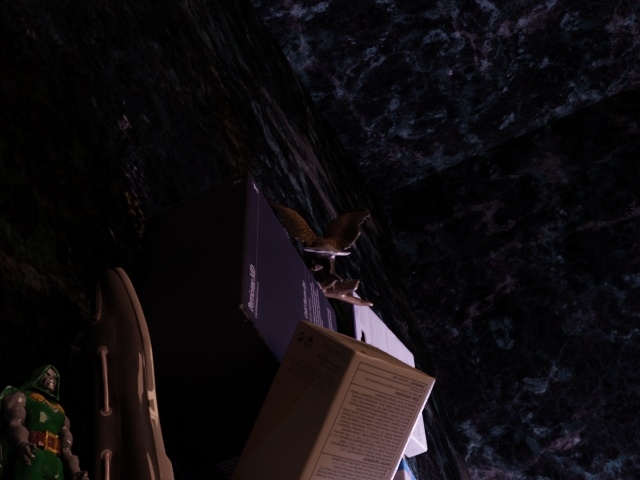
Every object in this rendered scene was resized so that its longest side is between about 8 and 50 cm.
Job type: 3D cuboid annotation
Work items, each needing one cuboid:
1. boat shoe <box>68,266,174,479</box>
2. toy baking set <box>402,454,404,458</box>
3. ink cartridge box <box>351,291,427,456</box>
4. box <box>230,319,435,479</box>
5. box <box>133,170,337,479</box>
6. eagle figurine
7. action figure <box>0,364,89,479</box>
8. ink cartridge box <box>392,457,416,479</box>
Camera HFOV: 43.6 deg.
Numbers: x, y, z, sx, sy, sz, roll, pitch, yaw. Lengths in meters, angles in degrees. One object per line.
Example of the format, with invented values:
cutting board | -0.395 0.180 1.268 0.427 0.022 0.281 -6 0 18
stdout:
boat shoe | -0.215 0.168 0.803 0.112 0.096 0.335 114 -36 -48
toy baking set | 0.143 0.440 2.061 0.256 0.030 0.196 56 20 -18
ink cartridge box | 0.151 0.341 2.062 0.330 0.071 0.324 47 26 -33
box | -0.005 0.270 0.950 0.148 0.311 0.121 26 -2 -36
box | -0.110 0.130 1.147 0.343 0.179 0.312 -95 159 -58
eagle figurine | -0.008 0.005 1.864 0.226 0.225 0.298 39 39 -45
action figure | -0.247 0.205 0.693 0.137 0.064 0.232 50 16 -45
ink cartridge box | 0.185 0.605 1.780 0.139 0.082 0.190 61 14 -21
